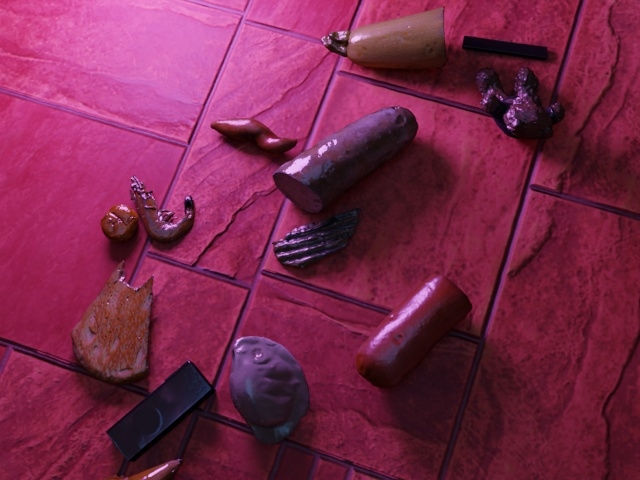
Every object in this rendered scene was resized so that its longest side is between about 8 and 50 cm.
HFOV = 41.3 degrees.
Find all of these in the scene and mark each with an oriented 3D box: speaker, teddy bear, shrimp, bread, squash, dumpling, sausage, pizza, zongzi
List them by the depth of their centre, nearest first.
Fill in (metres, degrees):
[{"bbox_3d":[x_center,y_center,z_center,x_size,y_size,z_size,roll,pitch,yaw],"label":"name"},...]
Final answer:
[{"bbox_3d":[-0.339,0.533,1.639,0.197,0.099,0.194,-17,72,-9],"label":"zongzi"},{"bbox_3d":[-0.114,0.296,1.701,0.108,0.153,0.219,-16,85,43],"label":"dumpling"},{"bbox_3d":[0.178,0.186,1.701,0.259,0.113,0.113,-43,74,-11],"label":"sausage"},{"bbox_3d":[-0.322,0.344,1.720,0.218,0.044,0.082,-40,73,-8],"label":"speaker"},{"bbox_3d":[-0.429,0.171,1.791,0.181,0.034,0.262,6,73,6],"label":"pizza"},{"bbox_3d":[0.427,-0.277,1.819,0.182,0.129,0.251,-4,33,1],"label":"teddy bear"},{"bbox_3d":[-0.436,-0.038,1.853,0.083,0.046,0.081,-27,75,-6],"label":"bread"},{"bbox_3d":[-0.345,-0.084,1.868,0.124,0.034,0.178,-25,73,-7],"label":"shrimp"},{"bbox_3d":[0.148,-0.436,1.919,0.288,0.137,0.137,-6,71,17],"label":"squash"}]

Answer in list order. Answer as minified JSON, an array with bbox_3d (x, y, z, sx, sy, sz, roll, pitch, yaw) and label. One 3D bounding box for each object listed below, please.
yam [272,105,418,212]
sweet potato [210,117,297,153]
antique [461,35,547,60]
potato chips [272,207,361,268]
[{"bbox_3d":[0.066,-0.180,1.825,0.330,0.133,0.133,-33,73,-10],"label":"yam"},{"bbox_3d":[-0.151,-0.239,1.892,0.202,0.058,0.055,20,54,11],"label":"sweet potato"},{"bbox_3d":[0.419,-0.438,1.933,0.192,0.015,0.031,10,72,7],"label":"antique"},{"bbox_3d":[0.000,0.000,1.818,0.208,0.028,0.092,-20,73,0],"label":"potato chips"}]
